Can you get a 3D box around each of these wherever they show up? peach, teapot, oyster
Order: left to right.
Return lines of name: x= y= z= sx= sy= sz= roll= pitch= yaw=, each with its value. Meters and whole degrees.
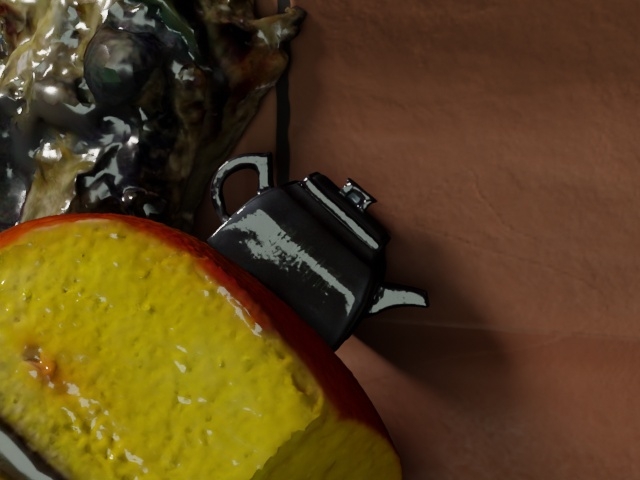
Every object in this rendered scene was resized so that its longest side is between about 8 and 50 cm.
oyster: x=-0.180 y=-0.089 z=1.444 sx=0.221 sy=0.096 sz=0.361 roll=35 pitch=106 yaw=13
peach: x=-0.121 y=0.126 z=1.355 sx=0.306 sy=0.380 sz=0.242 roll=30 pitch=70 yaw=31
teapot: x=0.000 y=0.000 z=1.415 sx=0.177 sy=0.087 sz=0.096 roll=41 pitch=102 yaw=4
